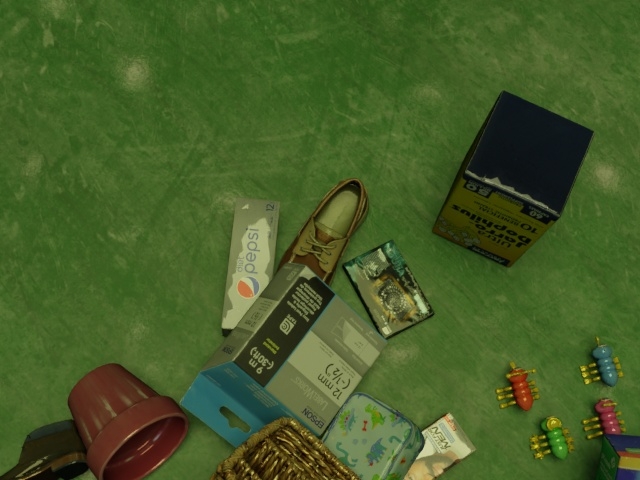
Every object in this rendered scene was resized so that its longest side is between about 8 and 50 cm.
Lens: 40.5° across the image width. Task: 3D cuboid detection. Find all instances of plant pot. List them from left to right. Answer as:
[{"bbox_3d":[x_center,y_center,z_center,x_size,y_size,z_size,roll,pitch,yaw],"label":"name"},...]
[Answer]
[{"bbox_3d":[-0.385,0.344,1.672,0.201,0.201,0.180,-40,64,-13],"label":"plant pot"}]

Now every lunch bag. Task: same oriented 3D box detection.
[{"bbox_3d":[0.083,0.416,1.684,0.176,0.090,0.219,24,78,36],"label":"lunch bag"}]

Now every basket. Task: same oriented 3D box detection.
[{"bbox_3d":[-0.051,0.481,1.523,0.299,0.213,0.223,41,95,19],"label":"basket"}]

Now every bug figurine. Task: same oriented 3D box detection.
[{"bbox_3d":[0.515,0.326,1.779,0.279,0.072,0.216,-15,75,-8],"label":"bug figurine"}]

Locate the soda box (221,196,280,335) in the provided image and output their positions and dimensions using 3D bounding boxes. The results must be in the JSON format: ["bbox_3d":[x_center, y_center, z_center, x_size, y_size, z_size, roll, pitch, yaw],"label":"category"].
[{"bbox_3d":[-0.145,0.058,1.813,0.098,0.091,0.286,5,73,-3],"label":"soda box"}]

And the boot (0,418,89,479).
[{"bbox_3d":[-0.564,0.433,1.700,0.219,0.082,0.106,-18,53,-4],"label":"boot"}]

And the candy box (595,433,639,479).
[{"bbox_3d":[0.650,0.541,1.633,0.268,0.122,0.317,6,99,-1],"label":"candy box"}]

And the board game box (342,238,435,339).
[{"bbox_3d":[0.144,0.105,1.849,0.126,0.026,0.186,-26,76,-11],"label":"board game box"}]

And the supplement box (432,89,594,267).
[{"bbox_3d":[0.376,-0.111,1.754,0.194,0.356,0.195,25,74,5],"label":"supplement box"}]

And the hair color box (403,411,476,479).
[{"bbox_3d":[0.217,0.430,1.741,0.167,0.053,0.093,-33,77,-10],"label":"hair color box"}]

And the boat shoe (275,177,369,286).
[{"bbox_3d":[0.000,0.000,1.824,0.123,0.120,0.324,26,73,5],"label":"boat shoe"}]

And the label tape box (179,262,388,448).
[{"bbox_3d":[-0.067,0.254,1.694,0.249,0.115,0.347,44,72,-22],"label":"label tape box"}]
